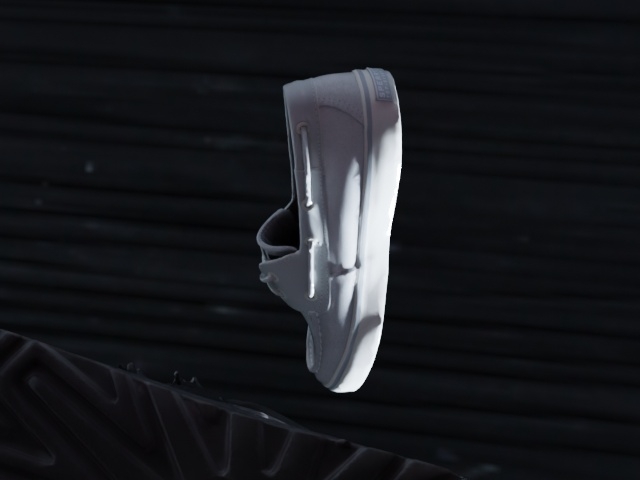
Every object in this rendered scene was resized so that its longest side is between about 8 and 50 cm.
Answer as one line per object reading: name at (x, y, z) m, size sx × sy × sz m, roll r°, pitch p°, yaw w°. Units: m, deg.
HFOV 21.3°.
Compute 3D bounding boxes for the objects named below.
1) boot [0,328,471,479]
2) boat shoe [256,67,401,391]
boot at (-0.004, 0.168, 0.830) m, size 0.146 × 0.367 × 0.445 m, roll -60°, pitch 170°, yaw -8°
boat shoe at (0.000, 0.000, 0.831) m, size 0.066 × 0.063 × 0.184 m, roll -100°, pitch -167°, yaw -47°
